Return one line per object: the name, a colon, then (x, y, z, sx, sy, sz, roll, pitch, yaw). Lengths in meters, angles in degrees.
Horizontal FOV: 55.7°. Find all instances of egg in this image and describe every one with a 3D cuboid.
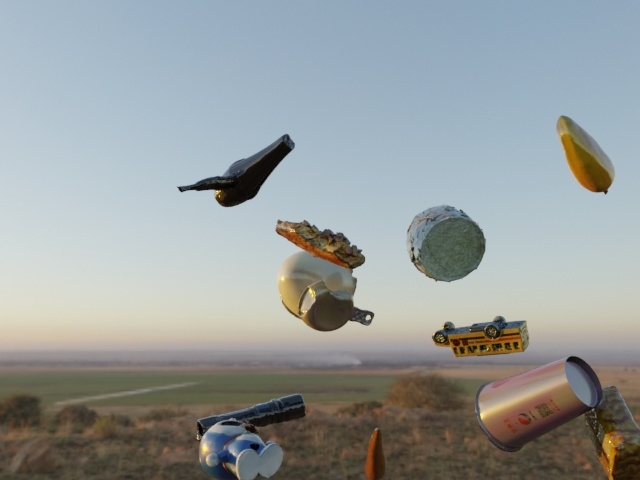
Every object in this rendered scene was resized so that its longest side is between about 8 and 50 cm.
egg: (-0.026, 0.152, 2.131, 0.286, 0.265, 0.174, 17, -8, 17)

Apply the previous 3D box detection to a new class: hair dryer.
hair dryer: (-0.247, -0.175, 1.654, 0.303, 0.120, 0.359, -33, -5, 31)

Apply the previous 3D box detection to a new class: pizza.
pizza: (0.000, 0.000, 1.872, 0.305, 0.086, 0.161, 25, -16, 6)

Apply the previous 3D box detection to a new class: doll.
doll: (-0.208, 0.531, 1.526, 0.215, 0.161, 0.256, 14, -18, -34)

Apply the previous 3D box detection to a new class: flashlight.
flashlight: (-0.253, 0.658, 2.238, 0.423, 0.103, 0.103, -6, -5, -30)

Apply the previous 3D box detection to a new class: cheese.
cheese: (0.062, 0.225, 1.976, 0.286, 0.163, 0.082, 15, 11, -33)

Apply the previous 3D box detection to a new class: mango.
mango: (0.869, -0.278, 1.996, 0.119, 0.177, 0.317, -25, -65, 39)

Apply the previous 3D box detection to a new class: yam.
yam: (0.393, 0.006, 1.907, 0.240, 0.241, 0.348, -1, 5, 4)

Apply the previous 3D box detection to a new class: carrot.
carrot: (0.174, 0.680, 1.906, 0.069, 0.069, 0.336, -1, -44, 3)

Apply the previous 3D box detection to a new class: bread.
bread: (0.769, 0.510, 1.591, 0.095, 0.182, 0.222, -10, 34, 6)

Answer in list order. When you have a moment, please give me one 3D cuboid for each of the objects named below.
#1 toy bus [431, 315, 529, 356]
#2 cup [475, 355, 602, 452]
toy bus: (0.583, 0.357, 2.218, 0.335, 0.123, 0.121, -12, 4, 32)
cup: (0.578, 0.421, 1.595, 0.202, 0.203, 0.288, 6, -34, -33)
